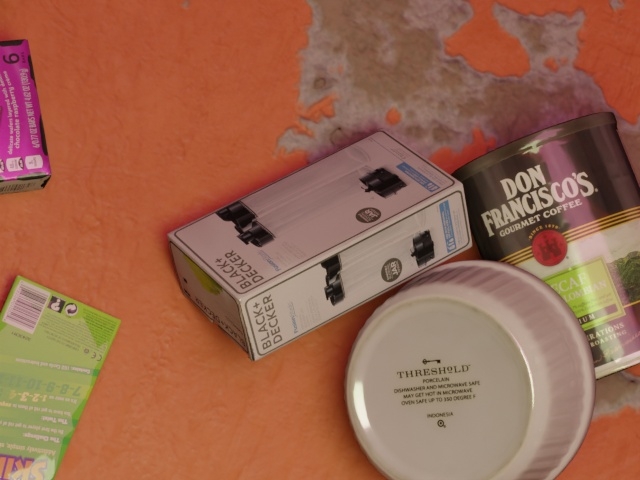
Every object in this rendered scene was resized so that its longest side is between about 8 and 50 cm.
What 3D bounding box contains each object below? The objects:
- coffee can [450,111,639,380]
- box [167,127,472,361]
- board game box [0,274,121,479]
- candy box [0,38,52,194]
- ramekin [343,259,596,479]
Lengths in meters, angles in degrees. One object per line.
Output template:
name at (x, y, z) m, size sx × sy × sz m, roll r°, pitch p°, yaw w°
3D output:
coffee can at (0.288, 0.018, 2.067) m, size 0.202 × 0.201 × 0.275 m, roll -19°, pitch 83°, yaw -19°
box at (0.000, 0.000, 2.001) m, size 0.290 × 0.169 × 0.087 m, roll -27°, pitch 128°, yaw -19°
board game box at (-0.318, 0.178, 1.943) m, size 0.124 × 0.039 × 0.259 m, roll 25°, pitch 69°, yaw -9°
candy box at (-0.419, -0.123, 1.965) m, size 0.233 × 0.071 × 0.159 m, roll -9°, pitch 80°, yaw -17°
ramekin at (0.149, 0.159, 1.957) m, size 0.273 × 0.127 × 0.272 m, roll 1°, pitch 93°, yaw 25°
